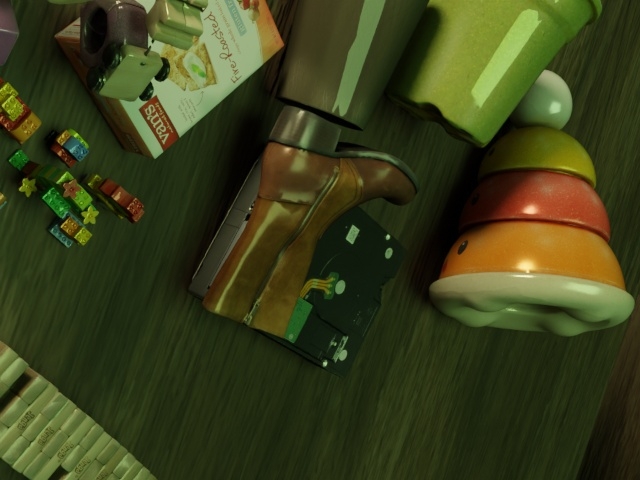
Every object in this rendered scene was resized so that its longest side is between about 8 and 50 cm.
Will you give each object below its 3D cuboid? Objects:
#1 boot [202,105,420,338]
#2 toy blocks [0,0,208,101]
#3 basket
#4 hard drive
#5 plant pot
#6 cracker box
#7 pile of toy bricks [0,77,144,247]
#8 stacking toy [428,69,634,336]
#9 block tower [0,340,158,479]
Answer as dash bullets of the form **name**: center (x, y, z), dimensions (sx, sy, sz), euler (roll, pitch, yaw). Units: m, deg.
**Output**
- **boot**: center (0.000, 0.000, 1.044), dimensions (0.264, 0.096, 0.281), euler (21, 89, -50)
- **toy blocks**: center (-0.238, -0.317, 0.642), dimensions (0.309, 0.260, 0.288), euler (5, 143, -47)
- **basket**: center (0.037, -0.273, 1.043), dimensions (0.204, 0.154, 0.227), euler (17, 94, -48)
- **hard drive**: center (-0.018, 0.041, 1.159), dimensions (0.339, 0.064, 0.237), euler (37, 76, -49)
- **plant pot**: center (0.230, -0.290, 1.188), dimensions (0.276, 0.276, 0.254), euler (24, 98, -49)
- **cracker box**: center (-0.160, -0.226, 0.899), dimensions (0.232, 0.067, 0.156), euler (-47, 133, -25)
- **pile of toy bricks**: center (-0.271, -0.058, 0.809), dimensions (0.118, 0.105, 0.212), euler (-55, 137, -19)
- **stacking toy**: center (0.389, -0.082, 1.450), dimensions (0.350, 0.350, 0.480), euler (25, 67, -49)
- **block tower**: center (-0.304, 0.223, 0.887), dimensions (0.091, 0.097, 0.335), euler (-51, 137, -21)
